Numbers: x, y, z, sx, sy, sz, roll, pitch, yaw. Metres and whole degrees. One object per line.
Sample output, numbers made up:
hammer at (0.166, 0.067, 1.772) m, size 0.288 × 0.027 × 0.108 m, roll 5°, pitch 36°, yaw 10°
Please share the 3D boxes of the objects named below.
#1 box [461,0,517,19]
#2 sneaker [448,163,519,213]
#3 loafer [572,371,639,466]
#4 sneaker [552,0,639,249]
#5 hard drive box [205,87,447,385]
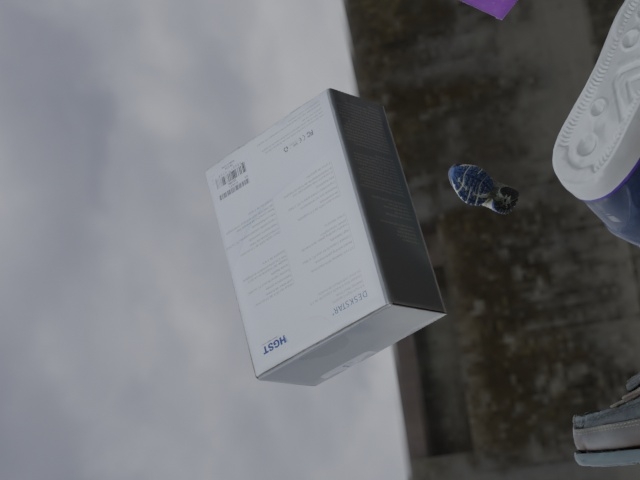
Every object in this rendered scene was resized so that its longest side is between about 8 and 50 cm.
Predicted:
box at (0.112, -0.375, 1.584) m, size 0.201 × 0.057 × 0.293 m, roll 21°, pitch -137°, yaw -20°
sneaker at (0.216, -0.075, 2.129) m, size 0.135 × 0.058 × 0.052 m, roll 27°, pitch -86°, yaw -44°
loafer at (0.276, 0.087, 0.976) m, size 0.096 × 0.267 × 0.084 m, roll -7°, pitch -98°, yaw -50°
sneaker at (0.393, -0.136, 1.534) m, size 0.236 × 0.323 × 0.130 m, roll 30°, pitch -176°, yaw -36°
hard drive box at (0.000, 0.000, 1.481) m, size 0.089 × 0.181 × 0.232 m, roll 13°, pitch -125°, yaw -47°
